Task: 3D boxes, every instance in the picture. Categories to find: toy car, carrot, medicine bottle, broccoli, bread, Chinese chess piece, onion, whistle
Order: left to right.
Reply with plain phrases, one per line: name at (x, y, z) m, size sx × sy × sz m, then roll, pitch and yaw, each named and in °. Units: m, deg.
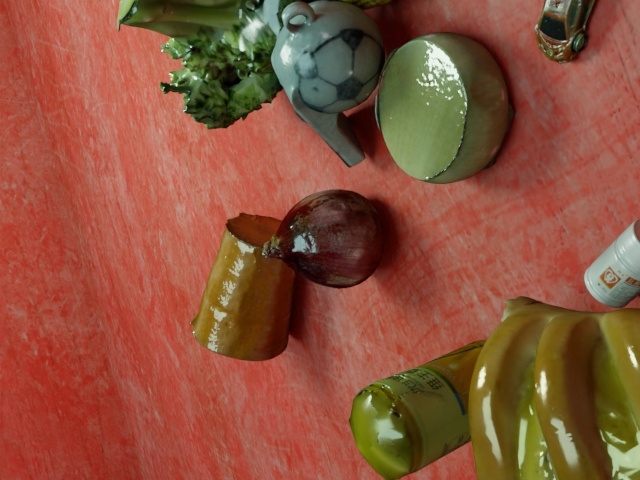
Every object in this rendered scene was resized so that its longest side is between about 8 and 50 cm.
broccoli at (-0.139, -0.367, 1.166) m, size 0.338 × 0.317 × 0.277 m, roll -21°, pitch 68°, yaw 20°
carrot at (-0.132, 0.078, 1.427) m, size 0.196 × 0.196 × 0.254 m, roll 41°, pitch 126°, yaw 43°
onion at (0.000, 0.000, 1.154) m, size 0.159 × 0.195 × 0.159 m, roll 18°, pitch 110°, yaw 62°
whistle at (0.027, -0.232, 1.046) m, size 0.163 × 0.290 × 0.163 m, roll -12°, pitch 63°, yaw 24°
medicine bottle at (0.148, 0.213, 0.968) m, size 0.124 × 0.239 × 0.124 m, roll 24°, pitch 120°, yaw 49°
Chinese chess piece at (0.152, -0.166, 0.956) m, size 0.188 × 0.083 × 0.188 m, roll 29°, pitch 125°, yaw 53°
toy car at (0.257, -0.246, 0.796) m, size 0.059 × 0.035 × 0.122 m, roll 40°, pitch 132°, yaw 38°
bread at (0.283, 0.225, 0.775) m, size 0.270 × 0.211 × 0.315 m, roll 8°, pitch 118°, yaw 56°
medicine bottle at (0.322, 0.025, 0.786) m, size 0.057 × 0.057 × 0.089 m, roll 58°, pitch 144°, yaw 26°

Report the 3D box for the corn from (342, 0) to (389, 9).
corn at (0.101, -0.352, 0.954) m, size 0.248 × 0.081 × 0.081 m, roll -1°, pitch 102°, yaw 58°
